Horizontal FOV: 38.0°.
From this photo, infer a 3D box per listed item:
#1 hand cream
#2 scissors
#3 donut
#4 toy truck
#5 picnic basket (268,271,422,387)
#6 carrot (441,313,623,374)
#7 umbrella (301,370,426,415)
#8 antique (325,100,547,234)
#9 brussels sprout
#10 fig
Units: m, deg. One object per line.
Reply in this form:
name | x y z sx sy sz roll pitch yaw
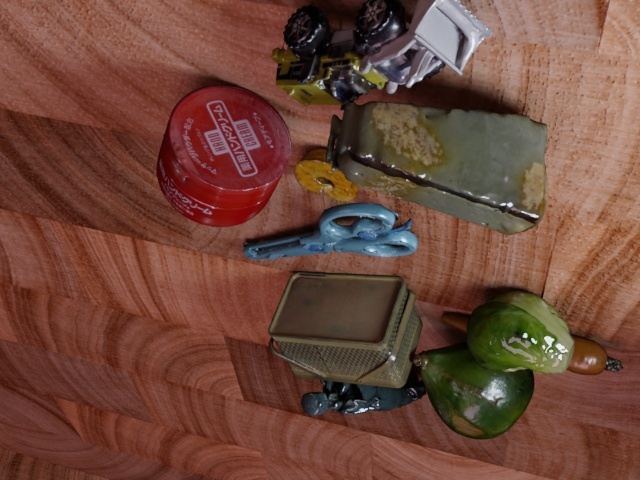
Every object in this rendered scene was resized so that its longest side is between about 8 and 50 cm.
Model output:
hand cream | -0.148 -0.126 1.406 0.193 0.193 0.125 23 147 -4
scissors | 0.000 0.001 1.632 0.393 0.032 0.180 -9 148 41
donut | 0.014 -0.107 1.477 0.108 0.043 0.097 21 149 0
toy truck | 0.066 -0.231 1.168 0.286 0.111 0.136 -2 162 42
picnic basket | 0.047 0.166 1.745 0.267 0.165 0.139 2 141 26
carrot | 0.379 0.184 1.688 0.336 0.069 0.069 14 147 17
umbrella | 0.085 0.300 1.857 0.143 0.094 0.349 -17 167 37
antique | 0.150 -0.107 1.229 0.284 0.150 0.125 11 167 -13
brussels sprout | 0.340 0.162 1.598 0.183 0.131 0.145 -7 104 27
fig | 0.280 0.261 1.751 0.245 0.195 0.195 35 146 -6
